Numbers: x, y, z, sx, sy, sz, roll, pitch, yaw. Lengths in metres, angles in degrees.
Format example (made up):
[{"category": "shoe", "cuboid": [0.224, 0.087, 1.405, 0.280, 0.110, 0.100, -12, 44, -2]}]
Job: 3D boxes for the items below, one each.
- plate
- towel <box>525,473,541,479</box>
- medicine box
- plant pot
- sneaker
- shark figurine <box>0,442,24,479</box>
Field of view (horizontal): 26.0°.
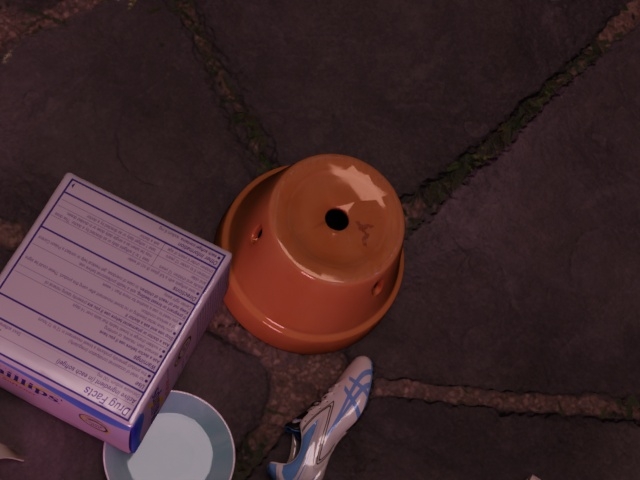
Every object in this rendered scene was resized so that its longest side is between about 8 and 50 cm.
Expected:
[{"category": "plate", "cuboid": [-0.214, 0.305, 1.961, 0.188, 0.024, 0.188, 5, 70, -14]}, {"category": "towel", "cuboid": [0.309, 0.505, 2.014, 0.187, 0.049, 0.282, 38, 65, -1]}, {"category": "medicine box", "cuboid": [-0.304, 0.100, 1.923, 0.263, 0.149, 0.289, 27, 67, 6]}, {"category": "plant pot", "cuboid": [0.000, 0.000, 2.030, 0.291, 0.203, 0.291, 5, 69, -12]}, {"category": "sneaker", "cuboid": [0.006, 0.257, 2.002, 0.086, 0.085, 0.237, 35, 65, -6]}, {"category": "shark figurine", "cuboid": [-0.473, 0.341, 1.824, 0.166, 0.278, 0.116, 29, 105, -34]}]
